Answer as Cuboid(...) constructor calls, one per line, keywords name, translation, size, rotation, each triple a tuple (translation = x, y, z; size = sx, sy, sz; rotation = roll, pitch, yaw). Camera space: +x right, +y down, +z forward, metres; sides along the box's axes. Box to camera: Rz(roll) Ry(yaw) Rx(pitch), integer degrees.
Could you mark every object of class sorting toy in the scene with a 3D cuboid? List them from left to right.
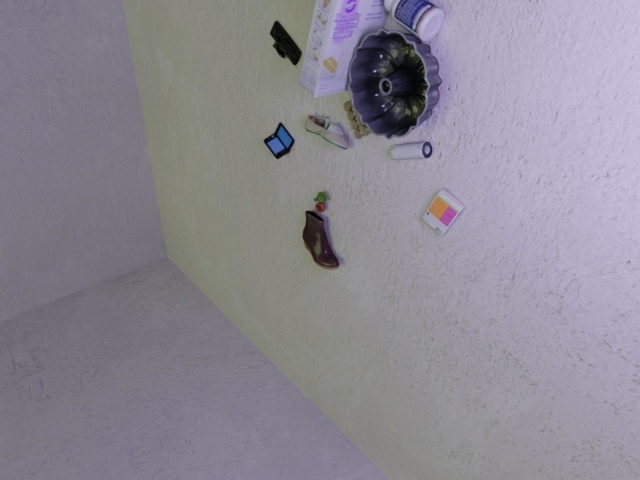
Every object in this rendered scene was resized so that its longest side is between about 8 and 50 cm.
Cuboid(name="sorting toy", translation=(0.006, -0.174, 2.054), size=(0.061, 0.042, 0.101), rotation=(29, 122, 20))

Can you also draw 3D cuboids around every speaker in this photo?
Cuboid(name="speaker", translation=(0.304, -0.299, 1.563), size=(0.136, 0.055, 0.055), rotation=(8, 117, 51))

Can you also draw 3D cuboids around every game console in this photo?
Cuboid(name="game console", translation=(-0.189, -0.450, 2.110), size=(0.122, 0.107, 0.071), rotation=(55, 172, 16))

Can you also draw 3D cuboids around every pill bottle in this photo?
Cuboid(name="pill bottle", translation=(0.267, -0.662, 1.353), size=(0.169, 0.094, 0.094), rotation=(47, 142, 23))

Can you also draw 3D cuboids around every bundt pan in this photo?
Cuboid(name="bundt pan", translation=(0.243, -0.493, 1.463), size=(0.331, 0.124, 0.330), rotation=(32, 134, 39))

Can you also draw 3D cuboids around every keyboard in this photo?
Cuboid(name="keyboard", translation=(-0.153, -0.785, 1.884), size=(0.192, 0.038, 0.100), rotation=(56, 145, 15))

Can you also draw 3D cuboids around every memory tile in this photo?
Cuboid(name="memory tile", translation=(0.143, -0.454, 1.717), size=(0.113, 0.012, 0.147), rotation=(-14, 99, 55))

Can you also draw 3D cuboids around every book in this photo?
Cuboid(name="book", translation=(0.412, -0.093, 1.569), size=(0.096, 0.035, 0.144), rotation=(47, 142, 19))

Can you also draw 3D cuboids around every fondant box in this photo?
Cuboid(name="fondant box", translation=(0.077, -0.640, 1.490), size=(0.096, 0.238, 0.330), rotation=(46, 141, 26))

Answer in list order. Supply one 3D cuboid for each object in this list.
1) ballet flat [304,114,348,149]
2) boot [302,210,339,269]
Cuboid(name="ballet flat", translation=(0.027, -0.434, 1.832), size=(0.248, 0.086, 0.086), rotation=(35, 136, 37))
Cuboid(name="boot", translation=(0.000, 0.000, 2.115), size=(0.248, 0.090, 0.206), rotation=(39, 140, 38))
